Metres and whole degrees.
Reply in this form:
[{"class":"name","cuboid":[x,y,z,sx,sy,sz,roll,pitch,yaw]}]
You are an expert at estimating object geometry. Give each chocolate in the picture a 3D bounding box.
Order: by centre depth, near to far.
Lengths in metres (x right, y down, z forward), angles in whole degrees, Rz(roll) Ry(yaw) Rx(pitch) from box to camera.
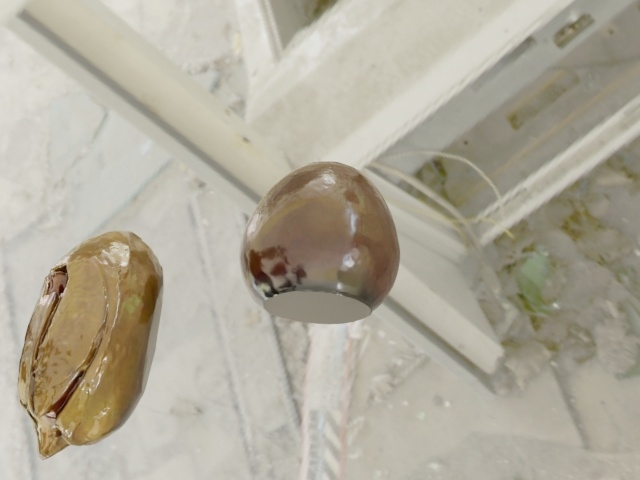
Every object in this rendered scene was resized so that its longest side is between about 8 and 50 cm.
[{"class":"chocolate","cuboid":[0.000,0.000,1.093,0.176,0.176,0.177,-14,65,32]}]

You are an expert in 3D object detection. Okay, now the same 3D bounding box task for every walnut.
[{"class":"walnut","cuboid":[-0.226,0.100,1.036,0.137,0.137,0.245,-4,65,36]}]
